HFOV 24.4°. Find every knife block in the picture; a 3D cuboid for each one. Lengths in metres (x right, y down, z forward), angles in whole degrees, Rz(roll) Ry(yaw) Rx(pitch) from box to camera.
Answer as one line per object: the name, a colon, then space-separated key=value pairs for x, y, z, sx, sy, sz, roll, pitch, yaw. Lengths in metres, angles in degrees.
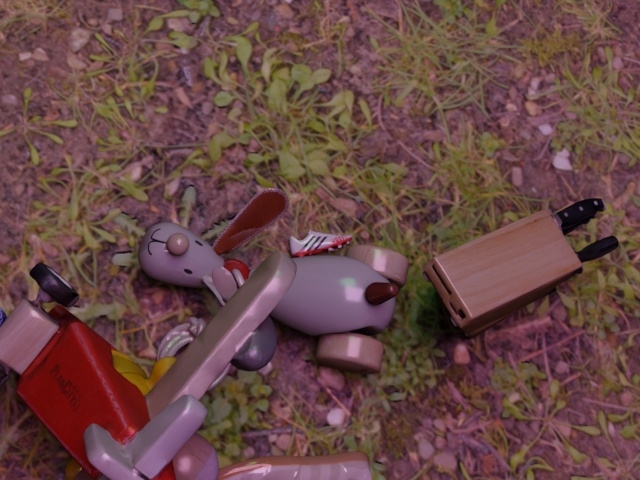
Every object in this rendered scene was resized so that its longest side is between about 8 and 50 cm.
knife block: x=0.259 y=0.020 z=1.829 sx=0.242 sy=0.276 sz=0.088 roll=-33 pitch=78 yaw=5

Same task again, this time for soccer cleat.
soccer cleat: x=0.000 y=0.000 z=1.875 sx=0.083 sy=0.029 sz=0.035 roll=-17 pitch=81 yaw=-17

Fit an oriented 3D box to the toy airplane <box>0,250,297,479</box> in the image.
toy airplane: x=-0.194 y=0.210 z=1.561 sx=0.272 sy=0.386 sz=0.384 roll=42 pitch=43 yaw=-39

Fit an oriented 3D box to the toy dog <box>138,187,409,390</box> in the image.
toy dog: x=-0.037 y=0.052 z=1.757 sx=0.334 sy=0.161 sz=0.220 roll=-4 pitch=75 yaw=-17

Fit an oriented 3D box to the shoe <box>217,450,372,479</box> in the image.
shoe: x=-0.040 y=0.286 z=1.714 sx=0.219 sy=0.076 sz=0.058 roll=-3 pitch=64 yaw=-19

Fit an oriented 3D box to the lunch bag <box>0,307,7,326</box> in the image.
lunch bag: x=-0.412 y=0.088 z=1.701 sx=0.098 sy=0.065 sz=0.067 roll=34 pitch=78 yaw=-1
